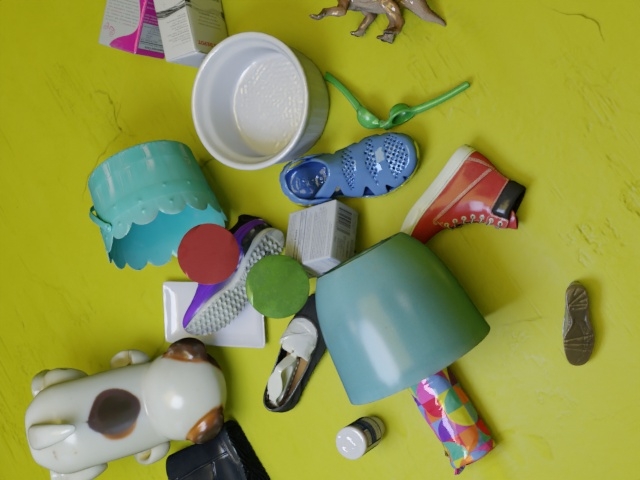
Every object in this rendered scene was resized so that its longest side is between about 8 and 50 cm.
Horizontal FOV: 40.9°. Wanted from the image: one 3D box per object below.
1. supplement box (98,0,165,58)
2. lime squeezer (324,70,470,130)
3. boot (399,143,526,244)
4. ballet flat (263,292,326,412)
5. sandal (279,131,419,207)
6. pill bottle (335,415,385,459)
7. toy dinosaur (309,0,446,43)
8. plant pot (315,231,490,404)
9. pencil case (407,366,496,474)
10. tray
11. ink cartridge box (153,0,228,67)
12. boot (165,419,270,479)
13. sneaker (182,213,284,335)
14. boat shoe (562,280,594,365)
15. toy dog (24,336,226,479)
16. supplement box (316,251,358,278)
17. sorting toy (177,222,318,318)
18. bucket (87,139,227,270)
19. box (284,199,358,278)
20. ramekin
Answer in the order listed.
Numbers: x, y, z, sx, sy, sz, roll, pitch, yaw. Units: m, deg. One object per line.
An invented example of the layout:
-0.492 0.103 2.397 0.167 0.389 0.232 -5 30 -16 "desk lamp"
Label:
-0.400 -0.529 1.916 0.111 0.114 0.220 21 102 23 "supplement box"
0.140 -0.269 1.703 0.310 0.059 0.110 9 68 28 "lime squeezer"
0.271 -0.035 1.629 0.176 0.088 0.244 41 107 17 "boot"
-0.051 0.246 1.808 0.095 0.096 0.280 25 105 24 "ballet flat"
0.045 -0.134 1.707 0.317 0.138 0.126 -18 84 25 "sandal"
0.085 0.395 1.736 0.067 0.120 0.067 2 95 27 "pill bottle"
0.105 -0.500 1.659 0.296 0.127 0.200 16 94 20 "toy dinosaur"
0.126 0.126 1.579 0.293 0.293 0.235 -29 89 26 "plant pot"
0.242 0.332 1.666 0.104 0.104 0.236 -34 77 25 "pencil case"
-0.238 0.164 1.935 0.270 0.030 0.145 0 95 27 "tray"
-0.277 -0.481 1.836 0.086 0.148 0.203 -11 88 26 "ink cartridge box"
-0.227 0.552 1.922 0.207 0.094 0.246 -37 71 21 "boot"
-0.211 0.066 1.858 0.146 0.102 0.293 38 89 35 "sneaker"
0.469 0.152 1.568 0.056 0.048 0.153 -5 98 15 "boat shoe"
-0.408 0.349 1.863 0.408 0.395 0.284 -15 71 -5 "toy dog"
0.054 0.078 1.762 0.083 0.056 0.083 -43 75 23 "supplement box"
-0.116 0.090 1.725 0.366 0.126 0.127 25 75 -6 "sorting toy"
-0.358 -0.075 1.848 0.281 0.281 0.183 -33 70 25 "bucket"
0.000 0.000 1.735 0.137 0.072 0.126 -14 61 42 "box"
-0.118 -0.284 1.778 0.277 0.135 0.277 2 94 27 "ramekin"
